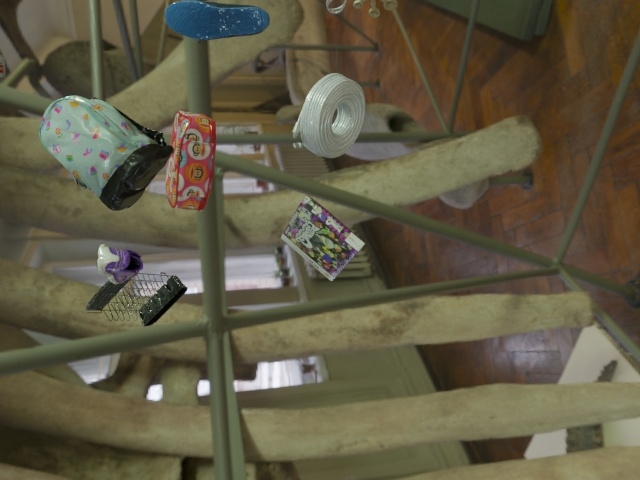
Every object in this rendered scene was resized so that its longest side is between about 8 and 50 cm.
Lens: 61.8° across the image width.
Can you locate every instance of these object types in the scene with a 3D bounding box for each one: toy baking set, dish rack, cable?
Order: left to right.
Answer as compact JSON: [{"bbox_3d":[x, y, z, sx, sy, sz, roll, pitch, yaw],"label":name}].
[{"bbox_3d":[-0.577,0.180,1.670,0.074,0.208,0.271,53,-163,24],"label":"dish rack"},{"bbox_3d":[0.041,-0.386,1.665,0.089,0.257,0.257,26,106,33],"label":"cable"},{"bbox_3d":[0.098,-0.617,1.302,0.197,0.256,0.030,118,157,-67],"label":"toy baking set"}]

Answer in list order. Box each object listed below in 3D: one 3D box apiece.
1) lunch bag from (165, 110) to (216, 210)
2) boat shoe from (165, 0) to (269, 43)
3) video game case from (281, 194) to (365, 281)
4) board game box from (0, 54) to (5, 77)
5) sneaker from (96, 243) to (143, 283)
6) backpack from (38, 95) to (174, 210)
[{"bbox_3d":[-0.416,-0.254,1.673,0.258,0.120,0.293,39,121,58],"label":"lunch bag"},{"bbox_3d":[-0.257,-0.548,1.353,0.089,0.258,0.109,-87,5,-67],"label":"boat shoe"},{"bbox_3d":[0.000,0.000,1.546,0.042,0.210,0.232,-48,-3,-31],"label":"video game case"},{"bbox_3d":[-0.862,-0.391,1.118,0.305,0.192,0.053,-19,-69,-72],"label":"board game box"},{"bbox_3d":[-0.367,0.050,1.012,0.170,0.071,0.068,127,149,-81],"label":"sneaker"},{"bbox_3d":[-0.355,-0.155,0.868,0.182,0.152,0.115,44,-171,0],"label":"backpack"}]
